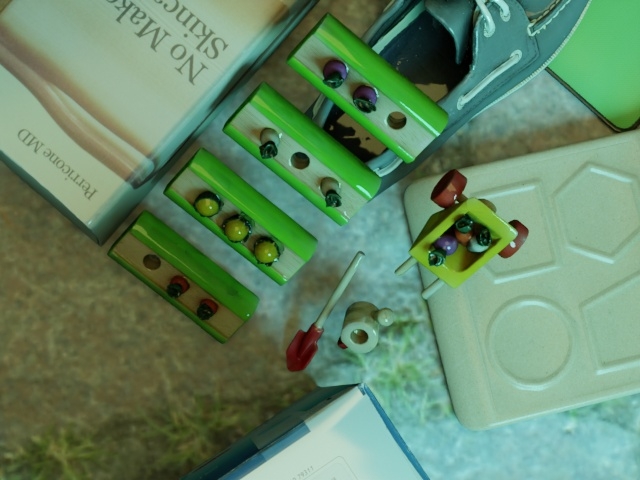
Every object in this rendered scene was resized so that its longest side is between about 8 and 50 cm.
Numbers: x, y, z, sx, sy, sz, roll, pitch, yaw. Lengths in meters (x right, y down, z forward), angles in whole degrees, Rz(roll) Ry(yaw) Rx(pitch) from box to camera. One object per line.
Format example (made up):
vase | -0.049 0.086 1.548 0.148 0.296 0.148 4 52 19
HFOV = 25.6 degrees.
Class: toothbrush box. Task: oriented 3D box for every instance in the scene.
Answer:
toothbrush box | -0.042 0.197 0.884 0.216 0.295 0.126 -33 86 -7

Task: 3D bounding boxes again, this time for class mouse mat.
mouse mat | 0.213 -0.194 1.094 0.190 0.007 0.152 41 82 0

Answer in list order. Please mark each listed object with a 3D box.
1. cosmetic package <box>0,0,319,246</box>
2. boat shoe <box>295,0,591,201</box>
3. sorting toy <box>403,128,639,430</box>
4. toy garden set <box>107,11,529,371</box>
cosmetic package | -0.116 -0.157 0.999 0.153 0.129 0.296 39 83 -1
boat shoe | 0.104 -0.149 1.028 0.319 0.099 0.116 -44 88 -4
sorting toy | 0.182 0.028 1.055 0.208 0.038 0.193 -13 85 -2
toy garden set | 0.000 0.000 0.969 0.204 0.049 0.244 39 117 -13
